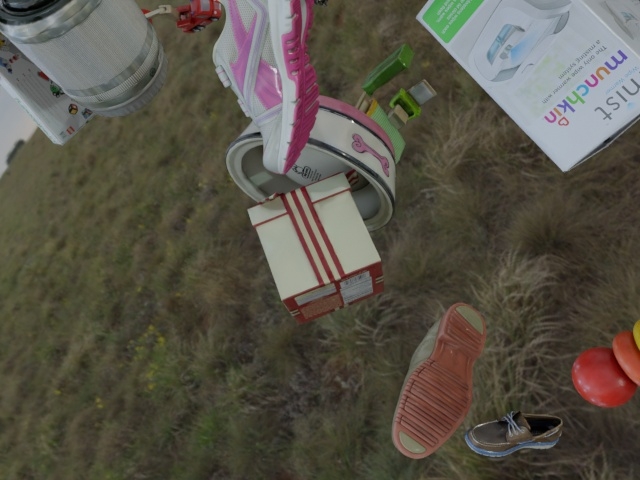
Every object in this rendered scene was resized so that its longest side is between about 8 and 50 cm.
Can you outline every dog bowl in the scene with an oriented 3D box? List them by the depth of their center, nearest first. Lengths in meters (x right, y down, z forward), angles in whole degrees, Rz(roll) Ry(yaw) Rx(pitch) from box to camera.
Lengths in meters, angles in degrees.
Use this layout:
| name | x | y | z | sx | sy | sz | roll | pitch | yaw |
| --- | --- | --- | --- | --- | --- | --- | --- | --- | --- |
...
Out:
| name | x | y | z | sx | sy | sz | roll | pitch | yaw |
| --- | --- | --- | --- | --- | --- | --- | --- | --- | --- |
| dog bowl | -0.006 | -0.177 | 1.261 | 0.408 | 0.408 | 0.150 | -11 | 54 | 53 |

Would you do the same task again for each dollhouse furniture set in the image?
| name | x | y | z | sx | sy | sz | roll | pitch | yaw |
| --- | --- | --- | --- | --- | --- | --- | --- | --- | --- |
| dollhouse furniture set | 0.212 | -0.365 | 1.488 | 0.151 | 0.197 | 0.301 | -29 | 26 | 42 |

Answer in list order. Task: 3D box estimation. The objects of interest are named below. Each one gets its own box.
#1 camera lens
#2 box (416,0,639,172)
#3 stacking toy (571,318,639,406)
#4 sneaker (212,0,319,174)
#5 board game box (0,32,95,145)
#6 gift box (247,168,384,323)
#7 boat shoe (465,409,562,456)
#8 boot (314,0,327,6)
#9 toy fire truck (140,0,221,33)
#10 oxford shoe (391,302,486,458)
| name | x | y | z | sx | sy | sz | roll | pitch | yaw |
| --- | --- | --- | --- | --- | --- | --- | --- | --- | --- |
| camera lens | -0.438 | -0.390 | 0.999 | 0.219 | 0.274 | 0.219 | -6 | 66 | 13 |
| box | 0.277 | -0.232 | 0.606 | 0.262 | 0.231 | 0.127 | -35 | -8 | -47 |
| stacking toy | 0.497 | 0.135 | 0.744 | 0.330 | 0.141 | 0.141 | -43 | 32 | 37 |
| sneaker | -0.068 | -0.204 | 0.648 | 0.103 | 0.111 | 0.252 | -55 | -33 | -62 |
| board game box | -0.675 | -0.413 | 1.315 | 0.053 | 0.305 | 0.193 | 15 | 58 | 35 |
| gift box | 0.000 | 0.000 | 1.183 | 0.255 | 0.276 | 0.258 | -20 | 66 | -5 |
| boat shoe | 0.353 | 0.342 | 0.979 | 0.066 | 0.183 | 0.066 | -110 | 23 | -50 |
| boot | 0.064 | -0.522 | 0.985 | 0.229 | 0.263 | 0.091 | -40 | -1 | 41 |
| toy fire truck | -0.329 | -0.515 | 1.227 | 0.192 | 0.135 | 0.047 | 1 | 98 | 49 |
| oxford shoe | 0.256 | 0.322 | 1.211 | 0.397 | 0.140 | 0.146 | -49 | -4 | -38 |
